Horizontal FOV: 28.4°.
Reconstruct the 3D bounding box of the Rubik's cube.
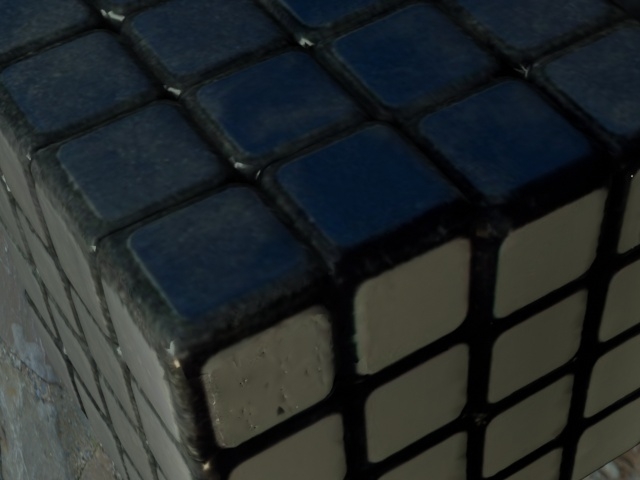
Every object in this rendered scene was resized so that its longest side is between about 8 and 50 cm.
[{"bbox_3d":[0.000,0.000,0.810,0.344,0.337,0.343,50,157,38],"label":"Rubik's cube"}]
